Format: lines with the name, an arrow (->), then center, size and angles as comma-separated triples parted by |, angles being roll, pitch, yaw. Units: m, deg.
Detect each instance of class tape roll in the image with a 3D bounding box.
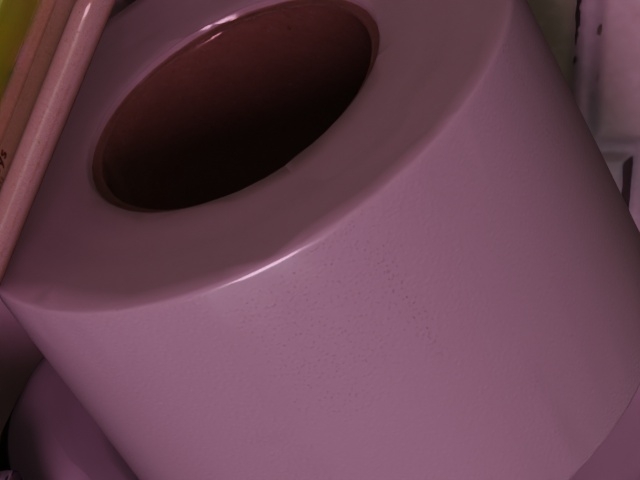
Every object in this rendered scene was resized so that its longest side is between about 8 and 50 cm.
tape roll -> 0.000, 0.000, 0.802 | 0.246, 0.246, 0.169 | -19, 125, 17

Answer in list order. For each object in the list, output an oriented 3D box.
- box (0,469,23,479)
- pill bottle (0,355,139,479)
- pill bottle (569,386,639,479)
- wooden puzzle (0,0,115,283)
box -> -0.233, 0.236, 0.886 | 0.308, 0.076, 0.242 | -10, 124, 18
pill bottle -> -0.117, 0.212, 1.013 | 0.188, 0.188, 0.334 | 20, 127, -14
pill bottle -> 0.212, 0.206, 1.000 | 0.181, 0.181, 0.323 | -25, 123, 20
wooden puzzle -> -0.184, -0.071, 0.752 | 0.044, 0.239, 0.221 | -4, 128, -46
